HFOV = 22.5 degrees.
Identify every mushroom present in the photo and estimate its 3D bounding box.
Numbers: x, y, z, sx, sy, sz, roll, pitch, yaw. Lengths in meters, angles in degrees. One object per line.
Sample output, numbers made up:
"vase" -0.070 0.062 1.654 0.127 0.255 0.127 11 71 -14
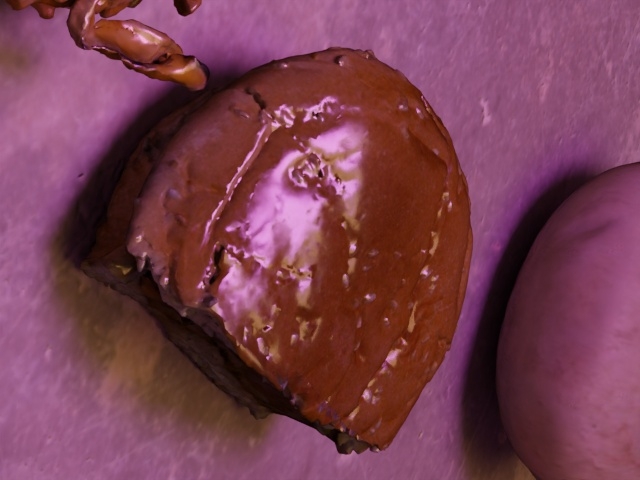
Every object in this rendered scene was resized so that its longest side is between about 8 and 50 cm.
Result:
"mushroom" 0.285 0.069 1.351 0.315 0.315 0.356 -47 175 -37

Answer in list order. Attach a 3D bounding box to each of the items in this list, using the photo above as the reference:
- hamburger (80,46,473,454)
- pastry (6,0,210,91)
"hamburger" 0.000 0.000 0.959 0.211 0.132 0.309 -62 147 -13
"pastry" -0.078 -0.170 0.772 0.250 0.102 0.154 -44 136 -42
